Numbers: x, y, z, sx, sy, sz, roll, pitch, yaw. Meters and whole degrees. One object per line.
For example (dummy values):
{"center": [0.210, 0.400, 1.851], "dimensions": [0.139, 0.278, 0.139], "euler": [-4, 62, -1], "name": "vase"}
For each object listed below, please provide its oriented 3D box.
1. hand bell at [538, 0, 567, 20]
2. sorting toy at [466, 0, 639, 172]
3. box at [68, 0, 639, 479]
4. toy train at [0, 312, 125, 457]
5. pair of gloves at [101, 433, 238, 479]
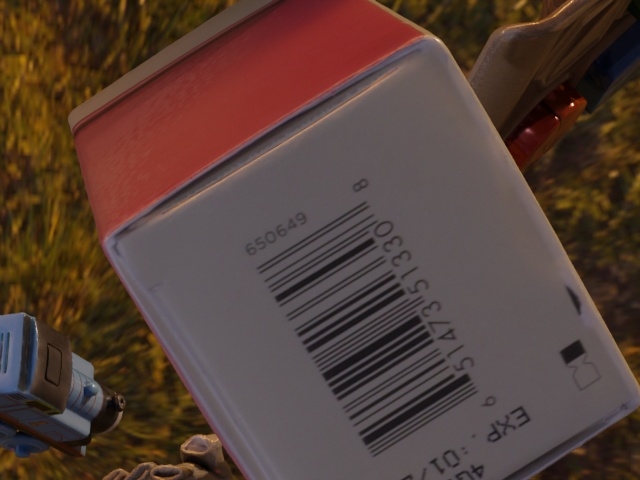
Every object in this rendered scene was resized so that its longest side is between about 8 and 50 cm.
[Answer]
{"center": [0.202, -0.221, 1.273], "dimensions": [0.126, 0.242, 0.126], "euler": [15, 45, -16], "name": "hand bell"}
{"center": [0.178, -0.136, 1.119], "dimensions": [0.229, 0.307, 0.041], "euler": [-35, 76, -26], "name": "sorting toy"}
{"center": [0.000, 0.000, 0.717], "dimensions": [0.127, 0.232, 0.148], "euler": [-32, 106, -1], "name": "box"}
{"center": [-0.223, 0.115, 1.484], "dimensions": [0.105, 0.184, 0.080], "euler": [-7, 65, 24], "name": "toy train"}
{"center": [-0.044, 0.152, 1.419], "dimensions": [0.240, 0.204, 0.042], "euler": [-39, 62, 13], "name": "pair of gloves"}
